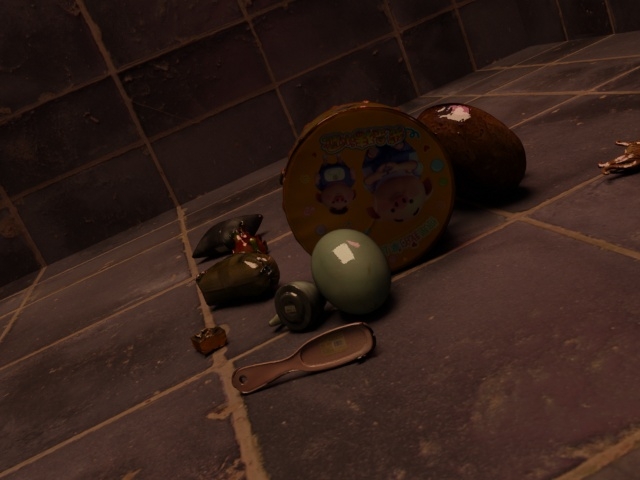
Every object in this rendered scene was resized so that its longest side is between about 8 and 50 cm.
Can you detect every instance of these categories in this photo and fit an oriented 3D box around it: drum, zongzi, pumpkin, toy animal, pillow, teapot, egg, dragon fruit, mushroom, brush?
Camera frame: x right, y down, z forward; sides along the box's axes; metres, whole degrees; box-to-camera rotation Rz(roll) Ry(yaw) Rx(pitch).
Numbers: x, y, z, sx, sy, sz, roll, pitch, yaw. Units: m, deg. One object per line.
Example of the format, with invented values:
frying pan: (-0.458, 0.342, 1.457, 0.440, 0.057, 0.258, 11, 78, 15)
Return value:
drum: (0.110, -0.135, 1.626, 0.431, 0.431, 0.214, -21, 15, 6)
zongzi: (-0.187, 0.075, 1.888, 0.251, 0.125, 0.274, -13, 14, 35)
pumpkin: (-0.275, 0.240, 1.607, 0.074, 0.054, 0.083, -26, 11, -25)
toy animal: (0.775, -0.217, 1.620, 0.241, 0.056, 0.099, -35, 20, -35)
pillow: (-0.343, -0.018, 2.400, 0.250, 0.106, 0.186, -17, 25, 26)
teapot: (-0.042, 0.157, 1.520, 0.111, 0.149, 0.108, 35, 32, 26)
egg: (0.069, 0.069, 1.458, 0.168, 0.168, 0.231, -26, 40, -8)
dragon fruit: (-0.252, 0.022, 2.181, 0.138, 0.175, 0.142, -22, -17, -30)
mushroom: (0.397, -0.240, 1.784, 0.345, 0.345, 0.239, -11, 52, 35)
brush: (-0.033, 0.237, 1.303, 0.313, 0.072, 0.067, -23, -6, 13)
